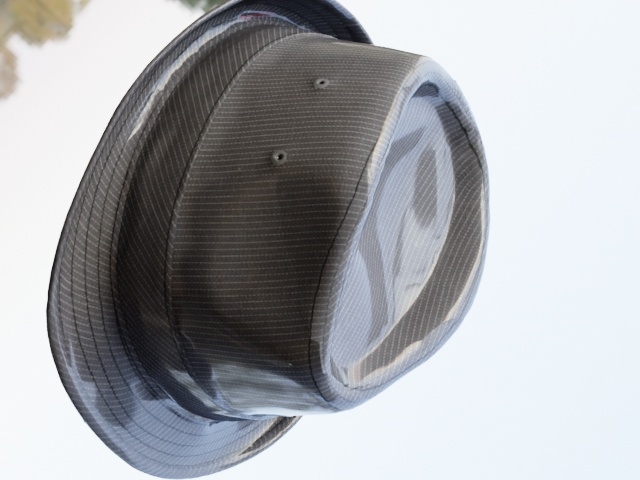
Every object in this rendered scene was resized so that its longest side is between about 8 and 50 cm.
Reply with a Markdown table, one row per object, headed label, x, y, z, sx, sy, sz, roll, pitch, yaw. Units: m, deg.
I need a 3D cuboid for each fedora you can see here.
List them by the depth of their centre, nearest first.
| label | x | y | z | sx | sy | sz | roll | pitch | yaw |
| --- | --- | --- | --- | --- | --- | --- | --- | --- | --- |
| fedora | 0.000 | 0.000 | 0.760 | 0.124 | 0.244 | 0.275 | 8 | -130 | 36 |
